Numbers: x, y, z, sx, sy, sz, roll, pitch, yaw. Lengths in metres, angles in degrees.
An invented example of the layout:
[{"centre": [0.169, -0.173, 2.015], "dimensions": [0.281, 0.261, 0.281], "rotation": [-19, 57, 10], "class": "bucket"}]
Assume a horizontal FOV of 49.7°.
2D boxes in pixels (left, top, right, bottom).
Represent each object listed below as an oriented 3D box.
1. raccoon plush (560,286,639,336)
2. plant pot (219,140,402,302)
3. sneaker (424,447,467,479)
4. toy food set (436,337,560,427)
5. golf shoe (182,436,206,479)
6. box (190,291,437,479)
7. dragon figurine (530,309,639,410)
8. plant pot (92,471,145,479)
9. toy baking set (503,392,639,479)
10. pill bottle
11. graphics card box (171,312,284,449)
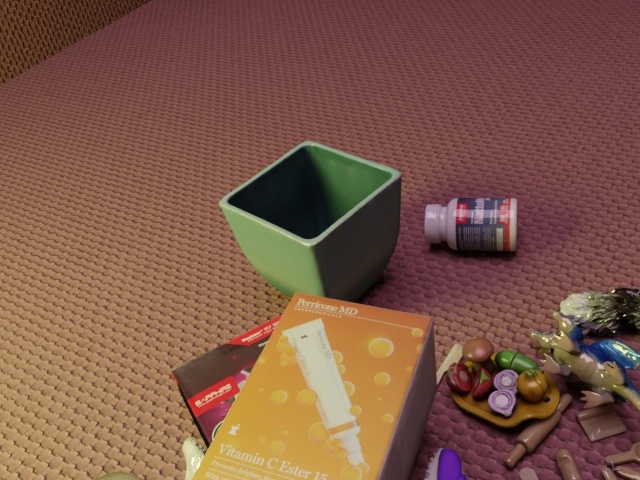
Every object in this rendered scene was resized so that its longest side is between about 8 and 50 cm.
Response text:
[{"centre": [0.614, 0.048, 1.055], "dimensions": [0.446, 0.299, 0.216], "rotation": [-8, 38, 6], "class": "raccoon plush"}, {"centre": [0.000, 0.000, 1.321], "dimensions": [0.248, 0.252, 0.247], "rotation": [24, 50, 38], "class": "plant pot"}, {"centre": [0.210, 0.409, 0.887], "dimensions": [0.146, 0.102, 0.293], "rotation": [-3, 43, 5], "class": "sneaker"}, {"centre": [0.270, 0.212, 1.104], "dimensions": [0.218, 0.071, 0.128], "rotation": [16, 46, 43], "class": "toy food set"}, {"centre": [-0.192, 0.378, 1.054], "dimensions": [0.086, 0.069, 0.176], "rotation": [-29, 40, -12], "class": "golf shoe"}, {"centre": [0.009, 0.260, 0.916], "dimensions": [0.215, 0.168, 0.345], "rotation": [8, 43, 20], "class": "box"}, {"centre": [0.436, 0.199, 1.060], "dimensions": [0.144, 0.085, 0.289], "rotation": [1, 25, -44], "class": "dragon figurine"}, {"centre": [-0.309, 0.447, 0.843], "dimensions": [0.323, 0.323, 0.280], "rotation": [12, 27, 28], "class": "plant pot"}, {"centre": [0.370, 0.327, 0.990], "dimensions": [0.256, 0.030, 0.196], "rotation": [-32, 42, -24], "class": "toy baking set"}, {"centre": [0.305, -0.033, 1.397], "dimensions": [0.180, 0.108, 0.108], "rotation": [1, 40, 16], "class": "pill bottle"}, {"centre": [-0.066, 0.293, 1.102], "dimensions": [0.232, 0.094, 0.371], "rotation": [-24, 41, -17], "class": "graphics card box"}]
